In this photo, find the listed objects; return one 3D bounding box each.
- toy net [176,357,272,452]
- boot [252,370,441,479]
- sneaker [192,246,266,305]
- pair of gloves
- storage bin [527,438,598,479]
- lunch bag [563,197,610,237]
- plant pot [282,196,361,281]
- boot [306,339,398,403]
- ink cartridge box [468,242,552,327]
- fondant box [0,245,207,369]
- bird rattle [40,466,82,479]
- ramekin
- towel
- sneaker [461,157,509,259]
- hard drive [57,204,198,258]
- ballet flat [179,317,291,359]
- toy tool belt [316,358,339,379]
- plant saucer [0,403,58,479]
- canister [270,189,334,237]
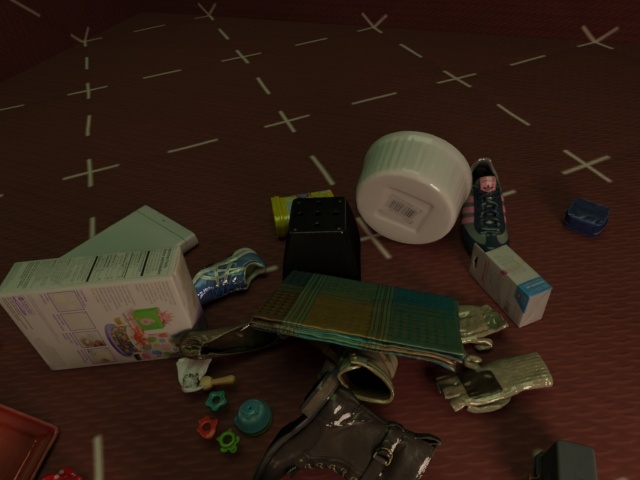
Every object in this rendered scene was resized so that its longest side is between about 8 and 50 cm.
[{"bbox_3d":[-0.206,0.308,0.907,0.232,0.045,0.122,25,53,32],"label":"toy net"},{"bbox_3d":[0.036,0.364,0.759,0.229,0.091,0.263,37,97,7],"label":"boot"},{"bbox_3d":[-0.220,0.090,1.116,0.081,0.080,0.211,28,54,36],"label":"sneaker"},{"bbox_3d":[0.304,0.226,0.937,0.204,0.042,0.240,-18,38,-5],"label":"pair of gloves"},{"bbox_3d":[0.376,0.377,0.728,0.098,0.091,0.135,9,44,16],"label":"storage bin"},{"bbox_3d":[0.661,-0.055,1.187,0.098,0.065,0.067,30,69,31],"label":"lunch bag"},{"bbox_3d":[0.000,0.000,1.127,0.188,0.166,0.188,-2,43,6],"label":"plant pot"},{"bbox_3d":[0.042,0.211,0.872,0.213,0.077,0.165,27,10,7],"label":"boot"},{"bbox_3d":[0.406,0.085,1.031,0.062,0.104,0.181,-18,44,-14],"label":"ink cartridge box"},{"bbox_3d":[-0.424,0.143,0.965,0.331,0.238,0.096,-5,40,1],"label":"fondant box"},{"bbox_3d":[-0.487,0.447,0.723,0.254,0.143,0.206,24,66,-25],"label":"bird rattle"},{"bbox_3d":[0.218,-0.116,1.158,0.277,0.277,0.135,12,52,19],"label":"ramekin"},{"bbox_3d":[0.082,0.141,0.922,0.371,0.040,0.271,8,17,12],"label":"towel"},{"bbox_3d":[0.413,-0.086,1.198,0.112,0.131,0.318,0,43,6],"label":"sneaker"},{"bbox_3d":[-0.528,0.050,1.220,0.233,0.047,0.353,26,52,31],"label":"hard drive"},{"bbox_3d":[-0.158,0.197,0.964,0.250,0.084,0.058,-7,14,-20],"label":"ballet flat"},{"bbox_3d":[0.030,0.272,0.921,0.083,0.052,0.051,38,96,41],"label":"toy tool belt"},{"bbox_3d":[-0.618,0.385,0.769,0.048,0.258,0.259,-37,29,35],"label":"plant saucer"},{"bbox_3d":[-0.042,-0.076,1.284,0.170,0.073,0.126,-10,42,-6],"label":"canister"}]
